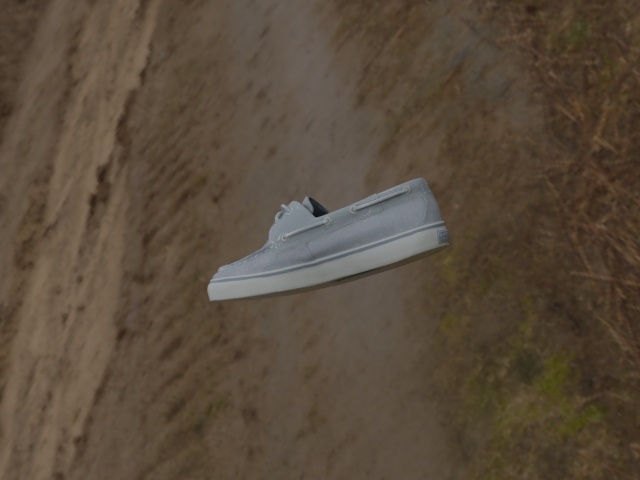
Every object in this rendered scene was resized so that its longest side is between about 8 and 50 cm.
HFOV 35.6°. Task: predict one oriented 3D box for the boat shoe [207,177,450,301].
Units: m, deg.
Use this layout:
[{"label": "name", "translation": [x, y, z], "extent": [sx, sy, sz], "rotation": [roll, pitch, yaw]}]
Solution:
[{"label": "boat shoe", "translation": [0.000, 0.000, 0.892], "extent": [0.228, 0.079, 0.081], "rotation": [-16, 82, 16]}]
